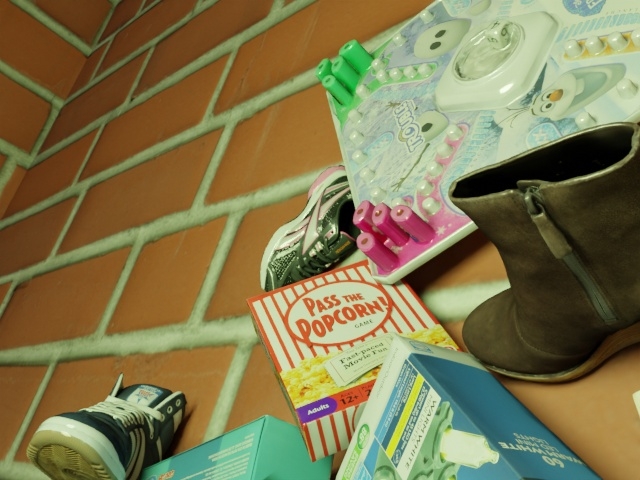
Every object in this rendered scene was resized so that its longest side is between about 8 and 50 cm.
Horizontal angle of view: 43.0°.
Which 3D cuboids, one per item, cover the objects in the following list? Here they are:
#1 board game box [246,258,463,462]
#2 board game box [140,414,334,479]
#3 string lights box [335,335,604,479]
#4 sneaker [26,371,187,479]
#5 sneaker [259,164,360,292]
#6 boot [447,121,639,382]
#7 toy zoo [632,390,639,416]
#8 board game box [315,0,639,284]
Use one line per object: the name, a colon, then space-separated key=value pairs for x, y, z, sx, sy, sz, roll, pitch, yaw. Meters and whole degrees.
board game box: x=0.028 y=0.095 z=0.727 sx=0.147 sy=0.045 sz=0.193 roll=-19 pitch=31 yaw=-11
board game box: x=-0.112 y=0.344 z=0.689 sx=0.254 sy=0.079 sz=0.336 roll=-34 pitch=36 yaw=47
string lights box: x=0.101 y=0.177 z=0.525 sx=0.259 sy=0.077 sz=0.133 roll=-134 pitch=63 yaw=-68
sneaker: x=-0.222 y=0.200 z=0.884 sx=0.282 sy=0.099 sz=0.153 roll=95 pitch=-164 yaw=-59
sneaker: x=0.000 y=0.000 z=0.910 sx=0.077 sy=0.072 sz=0.178 roll=28 pitch=90 yaw=48
boot: x=0.151 y=0.013 z=0.549 sx=0.248 sy=0.207 sz=0.090 roll=-17 pitch=47 yaw=46
toy zoo: x=0.299 y=0.103 z=0.330 sx=0.293 sy=0.030 sz=0.192 roll=-31 pitch=52 yaw=31
board game box: x=0.169 y=-0.191 z=0.828 sx=0.390 sy=0.050 sz=0.390 roll=-35 pitch=35 yaw=19
